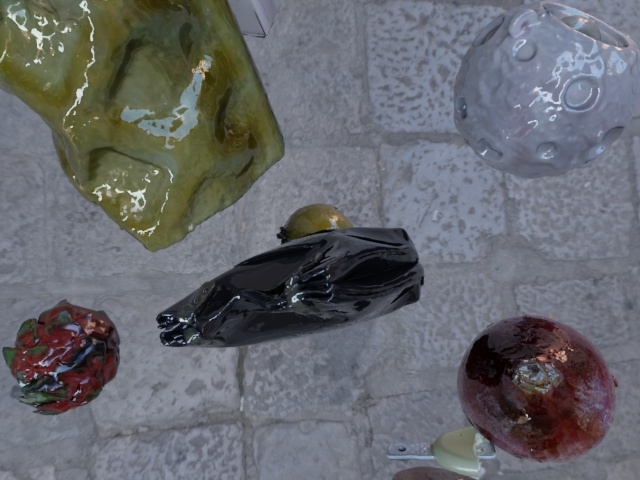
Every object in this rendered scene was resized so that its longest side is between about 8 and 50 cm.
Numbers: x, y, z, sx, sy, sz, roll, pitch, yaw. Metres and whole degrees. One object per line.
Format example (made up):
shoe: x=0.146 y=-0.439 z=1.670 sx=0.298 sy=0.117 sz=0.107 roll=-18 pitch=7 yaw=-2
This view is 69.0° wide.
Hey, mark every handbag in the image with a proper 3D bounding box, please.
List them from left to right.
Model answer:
handbag: x=-0.044 y=0.072 z=0.654 sx=0.342 sy=0.288 sz=0.152 roll=-19 pitch=85 yaw=21

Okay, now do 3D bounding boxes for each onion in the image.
onion: x=0.217 y=0.149 z=0.477 sx=0.159 sy=0.195 sz=0.160 roll=-8 pitch=69 yaw=22

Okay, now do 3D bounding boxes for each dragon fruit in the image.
dragon fruit: x=-0.425 y=0.189 z=0.782 sx=0.182 sy=0.182 sz=0.189 roll=-26 pitch=64 yaw=-11

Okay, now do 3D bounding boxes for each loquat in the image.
loquat: x=0.000 y=0.000 z=0.977 sx=0.204 sy=0.172 sz=0.149 roll=-14 pitch=66 yaw=-37

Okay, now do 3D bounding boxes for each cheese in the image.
cheese: x=0.261 y=0.453 z=1.007 sx=0.234 sy=0.127 sz=0.050 roll=-5 pitch=109 yaw=14

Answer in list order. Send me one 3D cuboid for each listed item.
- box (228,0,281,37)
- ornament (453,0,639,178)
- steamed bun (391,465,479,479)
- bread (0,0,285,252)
box: x=-0.210 y=-0.519 z=0.874 sx=0.203 sy=0.252 sz=0.106 roll=16 pitch=73 yaw=19
ornament: x=0.425 y=-0.282 z=0.915 sx=0.336 sy=0.337 sz=0.337 roll=1 pitch=86 yaw=-10
steamed bun: x=0.177 y=0.405 z=0.638 sx=0.175 sy=0.106 sz=0.145 roll=-2 pitch=87 yaw=30
bread: x=-0.158 y=-0.137 z=0.417 sx=0.196 sy=0.238 sz=0.252 roll=-27 pitch=121 yaw=-12
